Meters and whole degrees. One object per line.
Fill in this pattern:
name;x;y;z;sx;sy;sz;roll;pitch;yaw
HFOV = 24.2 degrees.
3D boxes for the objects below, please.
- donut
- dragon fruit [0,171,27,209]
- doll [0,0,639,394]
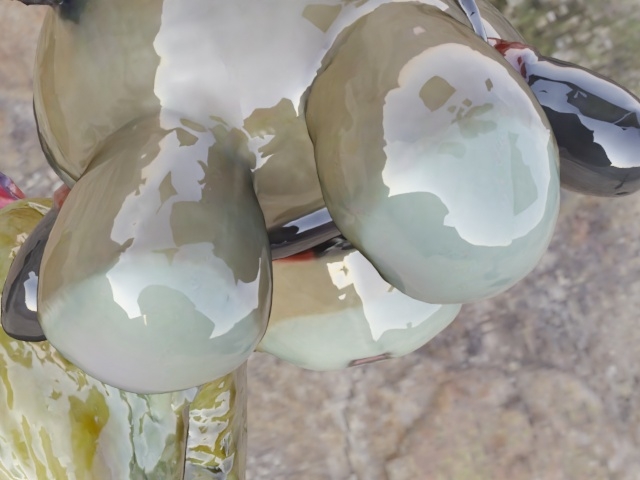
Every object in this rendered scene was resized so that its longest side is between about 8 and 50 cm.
donut;-0.139;0.148;0.837;0.360;0.170;0.360;3;90;-83
dragon fruit;-0.297;0.151;1.151;0.371;0.249;0.386;11;72;-19
doll;-0.011;-0.036;0.549;0.330;0.235;0.174;37;30;-82
